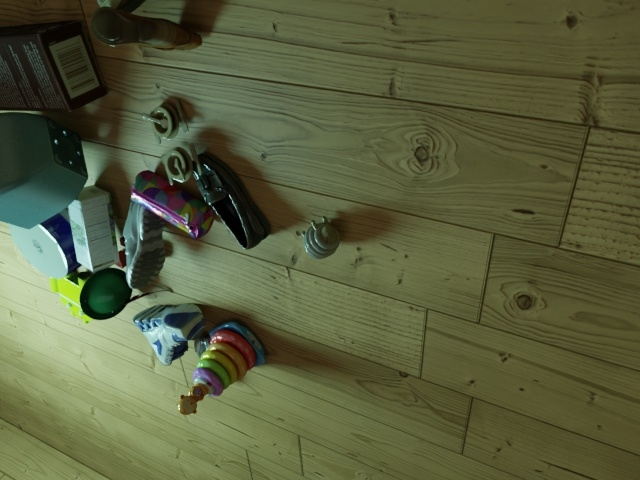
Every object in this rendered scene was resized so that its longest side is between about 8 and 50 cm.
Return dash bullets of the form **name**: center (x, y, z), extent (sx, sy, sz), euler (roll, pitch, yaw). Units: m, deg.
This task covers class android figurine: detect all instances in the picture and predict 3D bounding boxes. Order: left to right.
- **android figurine**: center (-0.904, 0.203, 2.027), extent (0.248, 0.056, 0.273), euler (28, 132, 12)

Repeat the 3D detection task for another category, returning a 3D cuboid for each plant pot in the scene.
- **plant pot**: center (-0.790, -0.206, 1.480), extent (0.252, 0.247, 0.248), euler (-20, 75, 8)

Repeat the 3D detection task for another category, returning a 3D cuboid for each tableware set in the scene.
- **tableware set**: center (-0.370, -0.235, 1.327), extent (0.128, 0.039, 0.194), euler (-12, 98, 38)

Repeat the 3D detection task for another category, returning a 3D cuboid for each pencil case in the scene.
- **pencil case**: center (-0.390, -0.096, 1.440), extent (0.236, 0.104, 0.104), euler (29, 133, 12)

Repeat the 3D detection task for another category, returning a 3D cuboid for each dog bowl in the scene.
- **dog bowl**: center (-0.916, -0.003, 1.843), extent (0.265, 0.104, 0.265), euler (17, 130, 22)

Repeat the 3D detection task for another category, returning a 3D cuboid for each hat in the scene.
- **hat**: center (-0.637, 0.185, 1.737), extent (0.183, 0.208, 0.173), euler (18, 158, 43)

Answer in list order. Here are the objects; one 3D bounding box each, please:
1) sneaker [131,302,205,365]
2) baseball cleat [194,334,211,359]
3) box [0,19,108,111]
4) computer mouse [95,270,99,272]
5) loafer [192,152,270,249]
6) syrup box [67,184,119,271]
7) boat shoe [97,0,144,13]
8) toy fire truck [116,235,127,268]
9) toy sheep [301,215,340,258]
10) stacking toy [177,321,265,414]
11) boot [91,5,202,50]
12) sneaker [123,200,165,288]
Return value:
- **sneaker**: center (-0.469, 0.311, 1.773), extent (0.315, 0.127, 0.182), euler (-3, 116, 42)
- **baseball cleat**: center (-0.350, 0.407, 1.807), extent (0.109, 0.072, 0.206), euler (-3, 121, 35)
- **box**: center (-0.747, -0.440, 1.388), extent (0.381, 0.143, 0.191), euler (8, 126, 26)
- **computer mouse**: center (-0.746, 0.032, 1.804), extent (0.071, 0.041, 0.242), euler (31, 133, 11)
- **loafer**: center (-0.232, -0.096, 1.346), extent (0.096, 0.084, 0.267), euler (-31, 103, 43)
- **syrup box**: center (-0.685, -0.036, 1.640), extent (0.093, 0.096, 0.237), euler (23, 124, 35)
- **boat shoe**: center (-0.357, -0.550, 1.063), extent (0.341, 0.121, 0.110), euler (-14, 115, 40)
- **toy fire truck**: center (-0.570, 0.046, 1.697), extent (0.192, 0.047, 0.135), euler (21, 132, 18)
- **toy sheep**: center (0.000, 0.000, 1.272), extent (0.091, 0.091, 0.132), euler (41, 148, 0)
- **stacking toy**: center (-0.318, 0.397, 1.617), extent (0.166, 0.302, 0.175), euler (-25, 106, 42)
- **boot**: center (-0.362, -0.431, 1.136), extent (0.197, 0.152, 0.073), euler (19, 109, 21)
- **sneaker**: center (-0.518, 0.003, 1.580), extent (0.115, 0.105, 0.281), euler (25, 108, 36)
